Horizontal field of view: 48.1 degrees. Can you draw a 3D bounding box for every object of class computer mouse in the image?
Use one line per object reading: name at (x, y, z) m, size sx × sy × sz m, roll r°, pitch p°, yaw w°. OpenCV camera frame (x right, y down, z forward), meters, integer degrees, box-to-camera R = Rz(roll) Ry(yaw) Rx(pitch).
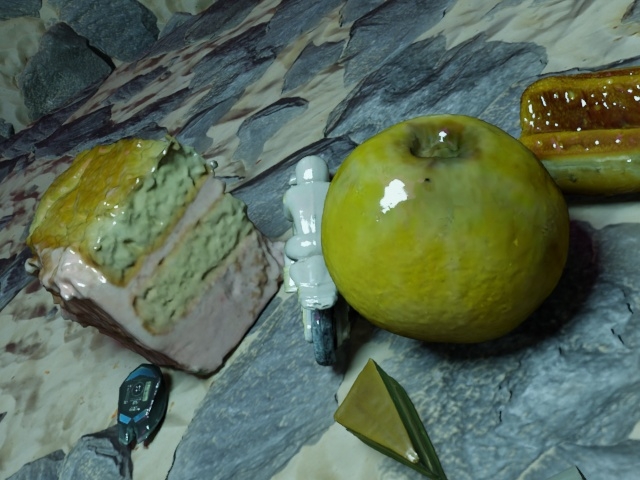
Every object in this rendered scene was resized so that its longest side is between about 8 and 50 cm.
computer mouse at (-0.273, 0.255, 1.111) m, size 0.079 × 0.047 × 0.134 m, roll -15°, pitch 49°, yaw 23°

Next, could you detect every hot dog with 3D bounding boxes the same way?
hot dog at (0.380, -0.124, 0.843) m, size 0.349 × 0.117 × 0.158 m, roll 3°, pitch 73°, yaw 49°

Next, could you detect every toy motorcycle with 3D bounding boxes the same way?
toy motorcycle at (0.000, 0.000, 0.991) m, size 0.108 × 0.222 × 0.340 m, roll -4°, pitch 39°, yaw 3°

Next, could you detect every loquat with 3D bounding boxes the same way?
loquat at (0.141, -0.009, 0.825) m, size 0.275 × 0.275 × 0.274 m, roll -26°, pitch 36°, yaw 21°

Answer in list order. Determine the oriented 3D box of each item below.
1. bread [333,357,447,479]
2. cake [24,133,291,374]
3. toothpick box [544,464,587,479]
bread at (0.094, 0.198, 0.788) m, size 0.139 × 0.074 × 0.084 m, roll 13°, pitch 63°, yaw 52°
cake at (-0.276, 0.028, 1.149) m, size 0.314 × 0.307 × 0.293 m, roll 9°, pitch 60°, yaw 49°
toothpick box at (0.161, 0.277, 0.596) m, size 0.181 × 0.111 × 0.111 m, roll -33°, pitch 34°, yaw 10°
